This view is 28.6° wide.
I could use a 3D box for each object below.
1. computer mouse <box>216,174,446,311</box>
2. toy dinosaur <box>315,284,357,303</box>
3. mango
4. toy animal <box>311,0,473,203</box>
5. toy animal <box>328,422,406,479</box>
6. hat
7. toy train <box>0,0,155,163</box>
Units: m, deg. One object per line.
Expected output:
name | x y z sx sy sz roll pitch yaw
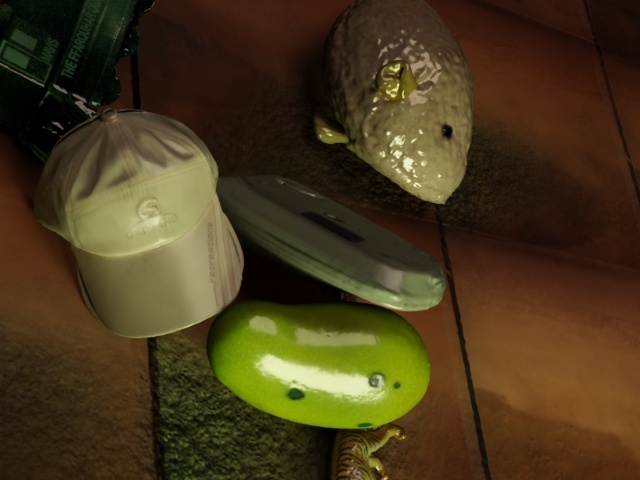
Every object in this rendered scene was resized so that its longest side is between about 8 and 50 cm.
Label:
computer mouse | -0.002 0.006 1.547 0.331 0.095 0.197 30 19 23
toy dinosaur | 0.023 0.060 1.660 0.108 0.032 0.220 -8 71 -45
mango | -0.003 0.142 1.479 0.293 0.175 0.143 14 45 -30
toy animal | 0.109 -0.236 1.810 0.226 0.188 0.358 12 55 -41
toy animal | 0.050 0.293 1.511 0.099 0.057 0.241 26 50 -24
hat | -0.198 -0.016 1.394 0.219 0.164 0.226 -20 58 -10
toy train | -0.314 -0.248 1.510 0.178 0.138 0.330 26 48 -19
